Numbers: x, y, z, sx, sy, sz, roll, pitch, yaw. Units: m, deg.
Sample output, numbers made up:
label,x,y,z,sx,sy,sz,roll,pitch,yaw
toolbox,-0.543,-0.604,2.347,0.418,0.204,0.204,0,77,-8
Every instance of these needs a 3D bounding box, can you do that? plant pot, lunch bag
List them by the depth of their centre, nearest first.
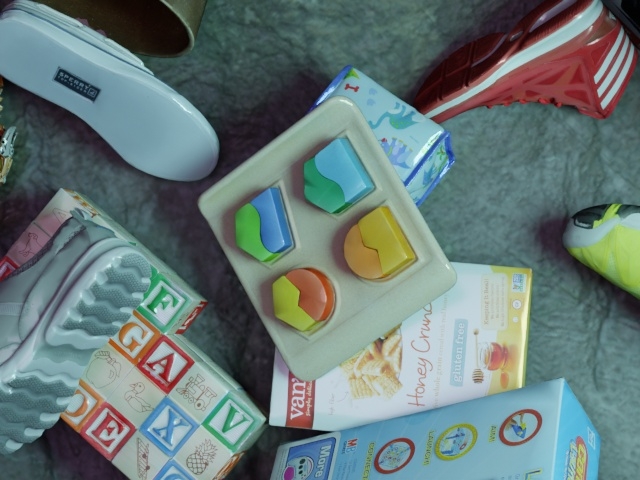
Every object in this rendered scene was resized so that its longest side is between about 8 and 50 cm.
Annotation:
label,x,y,z,sx,sy,sz,roll,pitch,yaw
lunch bag,0.033,-0.069,1.788,0.129,0.096,0.151,36,81,19
plant pot,-0.176,-0.329,1.814,0.215,0.215,0.230,20,74,9

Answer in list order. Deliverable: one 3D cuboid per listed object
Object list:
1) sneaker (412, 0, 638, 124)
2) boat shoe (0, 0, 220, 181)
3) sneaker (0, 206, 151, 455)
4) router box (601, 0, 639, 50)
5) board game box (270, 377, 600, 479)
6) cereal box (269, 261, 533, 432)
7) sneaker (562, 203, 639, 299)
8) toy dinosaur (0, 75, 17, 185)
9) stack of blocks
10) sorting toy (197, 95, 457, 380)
label,x,y,z,sx,sy,sz,roll,pitch,yaw
sneaker,0.203,-0.140,1.788,0.221,0.087,0.128,-28,119,34
boat shoe,-0.205,-0.157,1.846,0.258,0.084,0.095,36,121,-13
sneaker,-0.277,0.093,1.764,0.281,0.105,0.115,-46,51,5
router box,0.319,-0.223,1.667,0.082,0.301,0.335,-44,81,2
board game box,0.081,0.287,1.638,0.301,0.308,0.086,-16,127,27
cereal box,0.077,0.102,1.784,0.240,0.047,0.173,4,86,9
sneaker,0.391,0.084,1.715,0.384,0.145,0.147,26,90,11
toy dinosaur,-0.404,-0.202,1.877,0.218,0.164,0.322,-14,65,-7
stack of blocks,-0.186,0.109,1.827,0.297,0.087,0.171,41,93,9
sorting toy,0.000,0.000,1.737,0.193,0.038,0.208,-36,79,23
